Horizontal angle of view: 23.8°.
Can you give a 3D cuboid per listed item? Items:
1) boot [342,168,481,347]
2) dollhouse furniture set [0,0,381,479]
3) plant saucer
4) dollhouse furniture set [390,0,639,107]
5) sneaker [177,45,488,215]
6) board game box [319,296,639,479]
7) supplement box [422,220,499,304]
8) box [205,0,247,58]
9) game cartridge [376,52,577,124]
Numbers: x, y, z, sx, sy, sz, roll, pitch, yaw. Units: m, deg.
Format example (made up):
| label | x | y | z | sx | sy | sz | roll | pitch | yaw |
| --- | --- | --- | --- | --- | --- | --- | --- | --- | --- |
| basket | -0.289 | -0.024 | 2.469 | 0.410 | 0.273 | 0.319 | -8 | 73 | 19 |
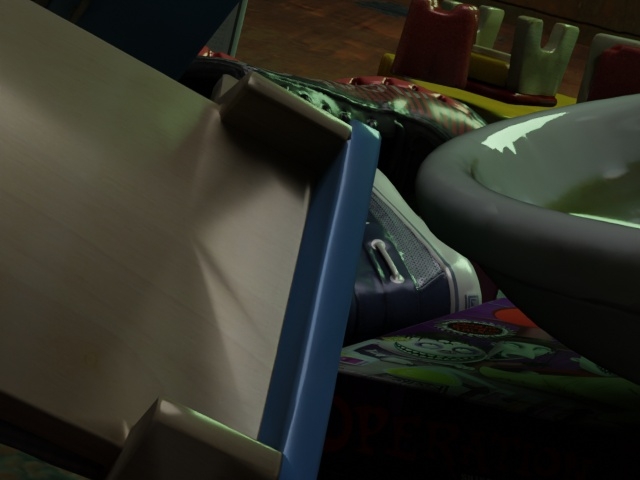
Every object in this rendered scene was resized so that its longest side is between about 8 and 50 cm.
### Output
| label | x | y | z | sx | sy | sz | roll | pitch | yaw |
| --- | --- | --- | --- | --- | --- | --- | --- | --- | --- |
| boot | 0.000 | 0.000 | 0.794 | 0.086 | 0.069 | 0.190 | 0 | 20 | -29 |
| dollhouse furniture set | -0.153 | -0.035 | 0.475 | 0.286 | 0.198 | 0.303 | 27 | 45 | -18 |
| plant saucer | 0.233 | 0.010 | 0.517 | 0.401 | 0.100 | 0.400 | -3 | 12 | 1 |
| dollhouse furniture set | 0.197 | -0.087 | 1.186 | 0.201 | 0.152 | 0.374 | 1 | 16 | -46 |
| sneaker | -0.013 | -0.058 | 0.947 | 0.276 | 0.097 | 0.135 | 10 | 14 | -11 |
| board game box | 0.187 | 0.083 | 0.590 | 0.347 | 0.056 | 0.208 | 10 | 6 | 28 |
| supplement box | 0.075 | 0.015 | 0.843 | 0.043 | 0.055 | 0.083 | 13 | 14 | -3 |
| box | -0.098 | -0.250 | 1.205 | 0.087 | 0.289 | 0.169 | 10 | 17 | -13 |
| game cartridge | 0.209 | -0.113 | 1.507 | 0.285 | 0.052 | 0.323 | 13 | 12 | -8 |
